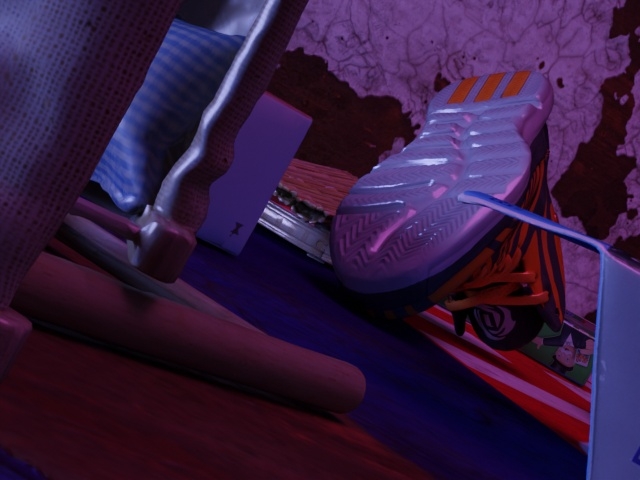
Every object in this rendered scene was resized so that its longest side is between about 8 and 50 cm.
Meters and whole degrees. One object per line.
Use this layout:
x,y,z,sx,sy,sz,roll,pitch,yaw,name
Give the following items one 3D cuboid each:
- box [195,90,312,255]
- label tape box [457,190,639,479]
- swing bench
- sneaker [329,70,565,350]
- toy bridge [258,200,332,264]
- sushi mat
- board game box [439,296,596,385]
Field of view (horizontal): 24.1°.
-0.115,-0.080,0.849,0.170,0.091,0.130,32,5,41,box
0.220,0.104,0.759,0.347,0.115,0.249,28,4,14,label tape box
-0.038,-0.099,0.445,0.165,0.253,0.254,30,3,22,swing bench
0.113,0.014,1.046,0.124,0.180,0.321,-2,25,27,sneaker
0.000,0.000,1.127,0.188,0.026,0.063,28,5,-6,toy bridge
0.006,-0.038,1.219,0.151,0.019,0.316,33,9,23,sushi mat
0.183,0.064,1.486,0.213,0.046,0.317,30,4,12,board game box
